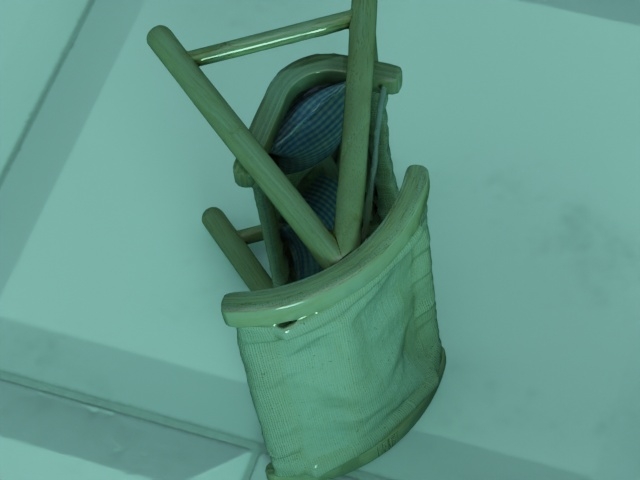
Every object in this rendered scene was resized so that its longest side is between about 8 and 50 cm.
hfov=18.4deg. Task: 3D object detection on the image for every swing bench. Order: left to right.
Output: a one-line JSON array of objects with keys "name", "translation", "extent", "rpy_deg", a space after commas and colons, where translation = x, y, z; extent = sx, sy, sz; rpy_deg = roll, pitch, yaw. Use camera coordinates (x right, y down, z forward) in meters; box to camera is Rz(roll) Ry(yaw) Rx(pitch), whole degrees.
[{"name": "swing bench", "translation": [0.000, 0.000, 1.392], "extent": [0.165, 0.253, 0.255], "rpy_deg": [-15, 58, -4]}]
